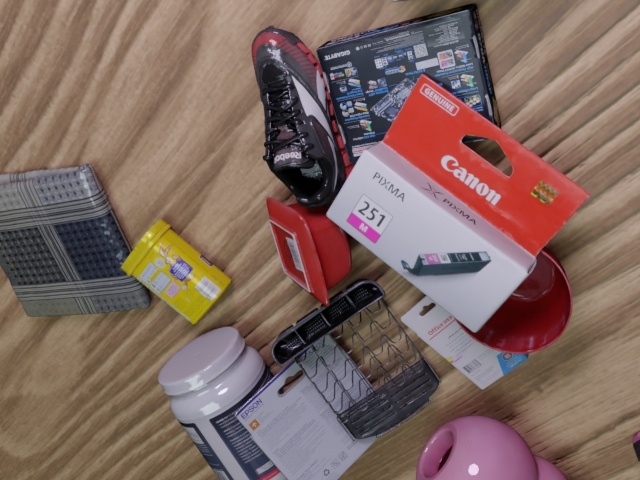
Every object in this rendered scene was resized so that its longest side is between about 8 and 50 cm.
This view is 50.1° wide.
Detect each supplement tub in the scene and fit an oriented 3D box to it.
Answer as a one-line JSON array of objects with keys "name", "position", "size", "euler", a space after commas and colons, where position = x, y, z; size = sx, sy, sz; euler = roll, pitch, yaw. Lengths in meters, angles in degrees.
[{"name": "supplement tub", "position": [-0.158, 0.318, 1.278], "size": [0.191, 0.191, 0.272], "euler": [-19, 110, 30]}]

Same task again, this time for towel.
[{"name": "towel", "position": [-0.510, 0.008, 1.337], "size": [0.325, 0.056, 0.312], "euler": [-6, 119, 22]}]

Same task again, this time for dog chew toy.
[{"name": "dog chew toy", "position": [0.327, 0.441, 1.157], "size": [0.332, 0.206, 0.206], "euler": [34, 125, -9]}]

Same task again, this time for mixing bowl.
[{"name": "mixing bowl", "position": [0.283, 0.062, 1.002], "size": [0.182, 0.098, 0.181], "euler": [13, 117, 26]}]

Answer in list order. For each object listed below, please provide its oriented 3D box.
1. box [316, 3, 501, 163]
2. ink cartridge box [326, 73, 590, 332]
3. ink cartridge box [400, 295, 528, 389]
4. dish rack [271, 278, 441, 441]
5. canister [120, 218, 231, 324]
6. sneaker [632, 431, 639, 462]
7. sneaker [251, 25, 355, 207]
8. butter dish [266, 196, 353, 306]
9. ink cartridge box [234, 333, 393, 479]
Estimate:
[{"name": "box", "position": [0.122, -0.210, 0.947], "size": [0.221, 0.051, 0.175], "euler": [-8, 115, 25]}, {"name": "ink cartridge box", "position": [0.173, -0.046, 0.924], "size": [0.275, 0.060, 0.238], "euler": [39, 127, 11]}, {"name": "ink cartridge box", "position": [0.231, 0.141, 1.098], "size": [0.181, 0.061, 0.104], "euler": [40, 124, -4]}, {"name": "dish rack", "position": [0.071, 0.211, 1.149], "size": [0.208, 0.074, 0.271], "euler": [-35, 103, 4]}, {"name": "canister", "position": [-0.260, 0.060, 1.244], "size": [0.170, 0.073, 0.126], "euler": [41, 124, -5]}, {"name": "sneaker", "position": [0.579, 0.319, 1.059], "size": [0.077, 0.072, 0.178], "euler": [42, 131, -18]}, {"name": "sneaker", "position": [-0.035, -0.167, 0.986], "size": [0.098, 0.135, 0.275], "euler": [-10, 113, 29]}, {"name": "butter dish", "position": [0.000, 0.000, 1.086], "size": [0.160, 0.118, 0.160], "euler": [33, 142, 59]}, {"name": "ink cartridge box", "position": [-0.009, 0.307, 1.211], "size": [0.224, 0.223, 0.045], "euler": [54, 162, -12]}]
